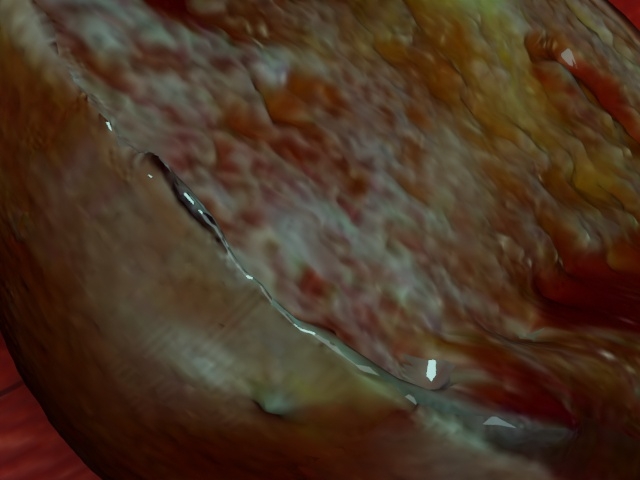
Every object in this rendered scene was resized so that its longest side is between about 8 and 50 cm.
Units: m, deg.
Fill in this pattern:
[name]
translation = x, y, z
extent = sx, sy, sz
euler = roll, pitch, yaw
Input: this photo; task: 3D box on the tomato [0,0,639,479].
[tomato]
translation = -0.003, 0.001, 0.527
extent = 0.309, 0.309, 0.170
euler = 24, 127, -27
